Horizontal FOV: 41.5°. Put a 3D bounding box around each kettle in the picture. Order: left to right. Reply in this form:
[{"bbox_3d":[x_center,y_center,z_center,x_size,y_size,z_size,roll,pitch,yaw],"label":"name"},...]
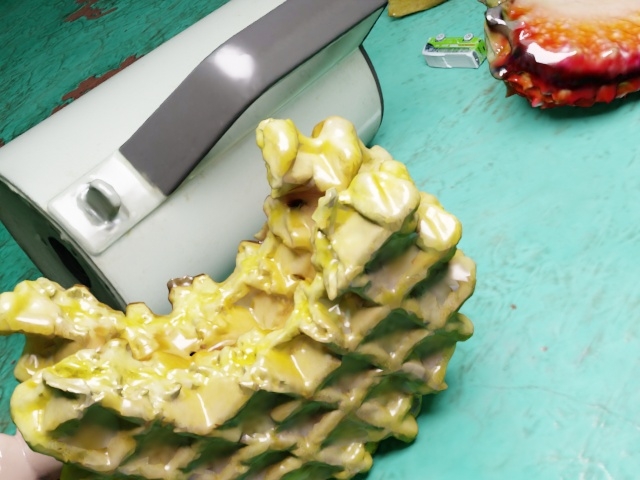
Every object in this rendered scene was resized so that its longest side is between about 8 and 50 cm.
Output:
[{"bbox_3d":[-0.113,-0.105,0.845,0.377,0.250,0.361,-43,-2,-24],"label":"kettle"}]

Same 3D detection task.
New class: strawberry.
[{"bbox_3d":[0.310,-0.221,0.876,0.307,0.137,0.233,0,58,-1],"label":"strawberry"}]

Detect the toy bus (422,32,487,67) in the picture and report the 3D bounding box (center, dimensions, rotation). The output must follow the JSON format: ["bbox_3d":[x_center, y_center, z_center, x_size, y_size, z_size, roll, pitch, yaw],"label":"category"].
[{"bbox_3d":[0.167,-0.235,1.052,0.083,0.031,0.037,13,62,45],"label":"toy bus"}]

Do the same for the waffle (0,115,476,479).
[{"bbox_3d":[-0.048,0.071,0.611,0.324,0.261,0.151,-32,42,1],"label":"waffle"}]

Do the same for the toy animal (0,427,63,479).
[{"bbox_3d":[-0.262,0.199,0.757,0.150,0.083,0.089,-42,39,-19],"label":"toy animal"}]

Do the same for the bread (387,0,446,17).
[{"bbox_3d":[0.164,-0.384,1.196,0.110,0.103,0.156,19,61,34],"label":"bread"}]
